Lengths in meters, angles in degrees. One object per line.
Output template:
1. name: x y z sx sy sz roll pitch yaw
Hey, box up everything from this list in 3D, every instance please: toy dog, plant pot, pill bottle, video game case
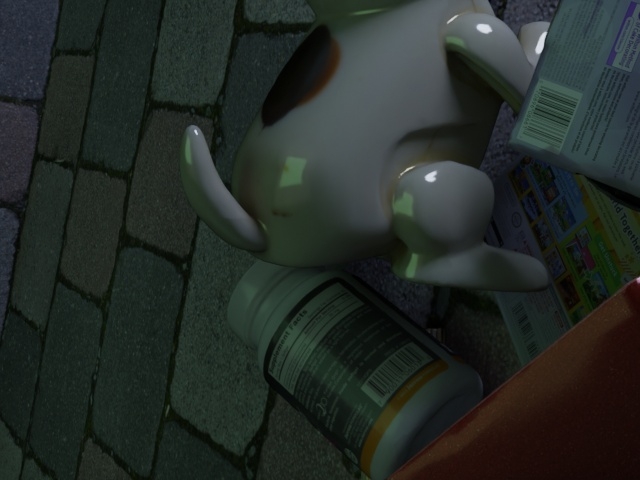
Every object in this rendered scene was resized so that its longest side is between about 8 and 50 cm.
1. toy dog: 0.053 -0.178 1.005 0.284 0.395 0.408 -158 74 -69
2. plant pot: 0.243 0.203 0.745 0.267 0.267 0.236 -44 65 23
3. pill bottle: 0.031 0.133 1.119 0.278 0.162 0.162 38 116 32
4. video game case: 0.247 0.000 1.017 0.206 0.026 0.227 -49 44 39

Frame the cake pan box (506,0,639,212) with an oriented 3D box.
1. cake pan box: 0.310 -0.146 0.819 0.245 0.070 0.267 25 106 26

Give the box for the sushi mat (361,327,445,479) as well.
1. sushi mat: 0.095 0.261 1.191 0.151 0.019 0.317 -16 70 55

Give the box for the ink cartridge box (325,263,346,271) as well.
1. ink cartridge box: 0.000 0.000 1.307 0.235 0.056 0.171 -55 16 32
